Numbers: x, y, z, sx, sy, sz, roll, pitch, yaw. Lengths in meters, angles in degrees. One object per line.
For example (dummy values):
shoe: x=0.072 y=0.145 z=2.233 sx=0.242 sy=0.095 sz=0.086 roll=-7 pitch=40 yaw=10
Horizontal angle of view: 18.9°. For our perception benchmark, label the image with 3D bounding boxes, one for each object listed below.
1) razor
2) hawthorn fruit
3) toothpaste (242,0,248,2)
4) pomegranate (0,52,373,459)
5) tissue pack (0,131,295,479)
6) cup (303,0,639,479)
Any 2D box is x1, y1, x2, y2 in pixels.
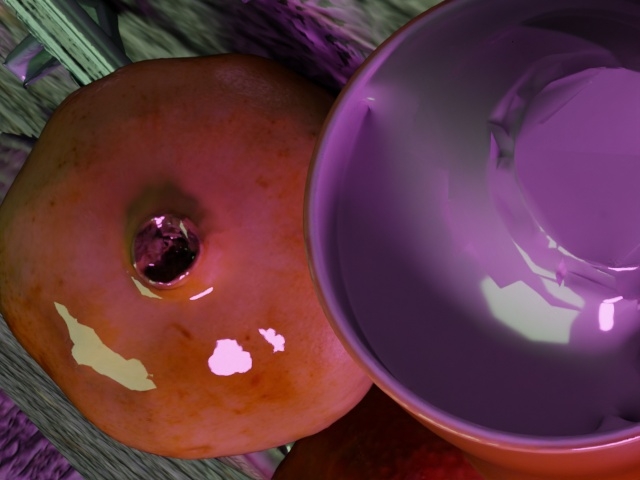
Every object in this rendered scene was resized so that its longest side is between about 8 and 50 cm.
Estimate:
razor: x=-0.169 y=-0.132 z=1.253 sx=0.111 sy=0.056 sz=0.278 roll=48 pitch=171 yaw=-11
hawthorn fruit: x=0.057 y=0.181 z=1.218 sx=0.205 sy=0.205 sz=0.253 roll=49 pitch=159 yaw=-21
toothpaste: x=-0.033 y=-0.142 z=0.903 sx=0.067 sy=0.043 sz=0.194 roll=44 pitch=170 yaw=-15
pomegranate: x=-0.064 y=0.009 z=1.032 sx=0.233 sy=0.233 sz=0.233 roll=39 pitch=164 yaw=13
tissue pack: x=-0.124 y=0.051 z=1.432 sx=0.242 sy=0.125 sz=0.344 roll=47 pitch=167 yaw=-29
cup: x=0.122 y=0.023 z=0.770 sx=0.226 sy=0.182 sz=0.264 roll=6 pitch=161 yaw=13
